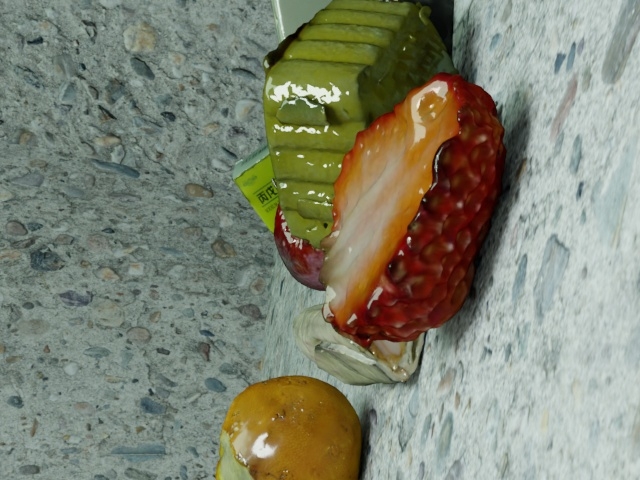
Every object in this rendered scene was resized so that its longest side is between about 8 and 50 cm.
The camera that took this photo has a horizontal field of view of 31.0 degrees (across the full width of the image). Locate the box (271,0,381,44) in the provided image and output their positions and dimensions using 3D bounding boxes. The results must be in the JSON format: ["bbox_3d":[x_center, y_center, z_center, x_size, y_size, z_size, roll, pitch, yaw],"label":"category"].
[{"bbox_3d":[0.023,-0.298,2.029,0.344,0.177,0.352,-106,5,-79],"label":"box"}]

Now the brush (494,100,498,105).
[{"bbox_3d":[0.172,-0.066,1.465,0.314,0.017,0.090,115,168,-65],"label":"brush"}]

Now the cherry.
[{"bbox_3d":[0.000,0.000,2.095,0.175,0.192,0.250,-39,-26,-30],"label":"cherry"}]

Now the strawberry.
[{"bbox_3d":[0.122,-0.028,1.310,0.265,0.149,0.336,-94,27,-45],"label":"strawberry"}]

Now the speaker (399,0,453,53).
[{"bbox_3d":[0.156,-0.329,1.747,0.044,0.082,0.218,110,170,-52],"label":"speaker"}]

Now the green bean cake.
[{"bbox_3d":[0.078,-0.159,1.552,0.310,0.202,0.285,-55,-37,-43],"label":"green bean cake"}]

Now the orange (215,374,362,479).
[{"bbox_3d":[-0.047,0.320,1.754,0.240,0.240,0.240,-169,90,-83],"label":"orange"}]

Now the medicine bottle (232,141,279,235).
[{"bbox_3d":[-0.046,-0.079,2.239,0.137,0.250,0.141,-34,14,9],"label":"medicine bottle"}]

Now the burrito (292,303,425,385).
[{"bbox_3d":[0.054,0.138,1.622,0.105,0.143,0.299,-57,7,-13],"label":"burrito"}]
